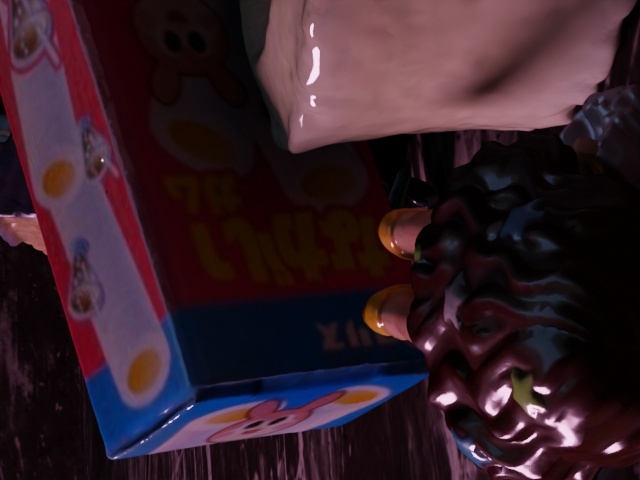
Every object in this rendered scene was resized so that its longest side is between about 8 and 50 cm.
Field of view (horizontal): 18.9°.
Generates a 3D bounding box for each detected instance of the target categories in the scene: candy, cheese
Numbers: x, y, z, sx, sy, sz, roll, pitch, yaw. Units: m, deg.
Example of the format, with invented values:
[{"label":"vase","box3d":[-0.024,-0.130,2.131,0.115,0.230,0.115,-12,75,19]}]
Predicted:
[{"label":"candy","box3d":[-0.066,-0.049,0.992,0.100,0.157,0.306,-38,64,44]},{"label":"cheese","box3d":[0.033,-0.216,0.888,0.292,0.153,0.332,100,164,-56]}]

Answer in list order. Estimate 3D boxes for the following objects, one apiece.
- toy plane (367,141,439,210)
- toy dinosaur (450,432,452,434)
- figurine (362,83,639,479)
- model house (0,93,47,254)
[{"label":"toy plane","box3d":[0.000,0.000,1.194,0.381,0.106,0.155,-122,48,-77]},{"label":"toy dinosaur","box3d":[0.075,0.056,1.009,0.062,0.021,0.083,-90,15,-44]},{"label":"figurine","box3d":[0.087,0.023,0.746,0.240,0.116,0.174,-162,75,-77]},{"label":"model house","box3d":[-0.146,-0.059,1.152,0.183,0.172,0.166,6,74,45]}]
